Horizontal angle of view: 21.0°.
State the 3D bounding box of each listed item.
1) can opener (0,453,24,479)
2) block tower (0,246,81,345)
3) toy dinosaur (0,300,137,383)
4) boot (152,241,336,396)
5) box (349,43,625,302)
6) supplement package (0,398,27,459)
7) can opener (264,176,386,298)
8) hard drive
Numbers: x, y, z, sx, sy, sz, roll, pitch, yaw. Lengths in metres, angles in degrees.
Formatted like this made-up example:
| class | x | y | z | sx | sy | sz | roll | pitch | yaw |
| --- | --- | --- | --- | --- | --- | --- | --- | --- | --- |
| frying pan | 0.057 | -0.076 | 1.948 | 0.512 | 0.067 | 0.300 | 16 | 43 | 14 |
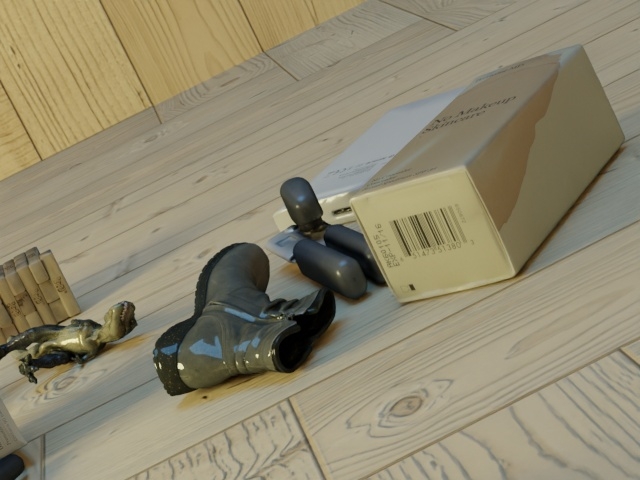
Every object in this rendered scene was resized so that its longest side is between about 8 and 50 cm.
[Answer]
| class | x | y | z | sx | sy | sz | roll | pitch | yaw |
| --- | --- | --- | --- | --- | --- | --- | --- | --- | --- |
| can opener | -0.346 | 0.249 | 1.631 | 0.059 | 0.073 | 0.186 | -24 | 4 | 40 |
| block tower | -0.478 | 0.122 | 2.212 | 0.335 | 0.091 | 0.097 | -27 | 15 | -6 |
| toy dinosaur | -0.322 | 0.124 | 2.011 | 0.268 | 0.064 | 0.118 | -12 | 6 | 44 |
| boot | -0.052 | 0.074 | 1.733 | 0.161 | 0.083 | 0.246 | -11 | 25 | 25 |
| box | 0.174 | -0.071 | 1.731 | 0.148 | 0.121 | 0.311 | -16 | 18 | 35 |
| supplement package | -0.441 | 0.172 | 1.746 | 0.203 | 0.194 | 0.149 | -31 | 7 | -17 |
| can opener | 0.000 | 0.000 | 1.858 | 0.074 | 0.093 | 0.280 | -28 | 20 | -11 |
| hard drive | 0.098 | -0.107 | 2.139 | 0.203 | 0.040 | 0.307 | -14 | 19 | 37 |
